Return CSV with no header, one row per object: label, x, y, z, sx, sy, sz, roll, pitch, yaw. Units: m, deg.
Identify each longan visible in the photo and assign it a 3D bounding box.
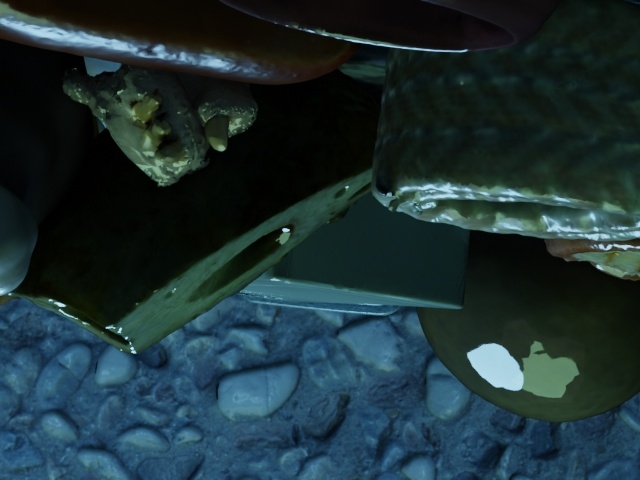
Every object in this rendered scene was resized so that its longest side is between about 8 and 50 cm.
longan,0.244,0.055,1.605,0.297,0.297,0.297,7,174,1

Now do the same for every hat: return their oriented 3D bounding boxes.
hat,0.026,-0.151,0.728,0.205,0.089,0.205,10,178,0

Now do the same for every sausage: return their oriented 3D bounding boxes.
sausage,-0.106,-0.147,0.931,0.300,0.083,0.089,9,169,-30

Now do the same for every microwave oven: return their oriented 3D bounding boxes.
microwave oven,-0.027,-0.039,1.400,0.237,0.181,0.295,9,174,-33

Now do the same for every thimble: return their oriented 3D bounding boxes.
thimble,0.149,-0.076,1.014,0.229,0.148,0.196,6,175,26

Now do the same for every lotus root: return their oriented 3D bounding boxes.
lotus root,-0.094,-0.045,1.124,0.210,0.314,0.142,39,162,20

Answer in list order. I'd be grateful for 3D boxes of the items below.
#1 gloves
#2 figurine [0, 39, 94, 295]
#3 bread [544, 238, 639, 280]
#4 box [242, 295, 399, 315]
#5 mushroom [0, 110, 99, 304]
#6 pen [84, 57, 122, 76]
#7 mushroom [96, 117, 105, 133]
gloves,-0.099,-0.103,1.024,0.110,0.144,0.094,46,139,-3
figurine,-0.334,-0.106,1.066,0.364,0.218,0.206,7,-154,24
bread,0.312,-0.032,1.370,0.190,0.123,0.244,9,173,-6
box,0.000,0.000,1.876,0.226,0.162,0.130,5,164,16
mushroom,-0.326,-0.061,1.257,0.278,0.278,0.146,7,162,-4
pen,-0.198,-0.148,1.268,0.033,0.033,0.269,3,173,35
mushroom,-0.408,-0.039,1.486,0.315,0.356,0.315,14,140,12
